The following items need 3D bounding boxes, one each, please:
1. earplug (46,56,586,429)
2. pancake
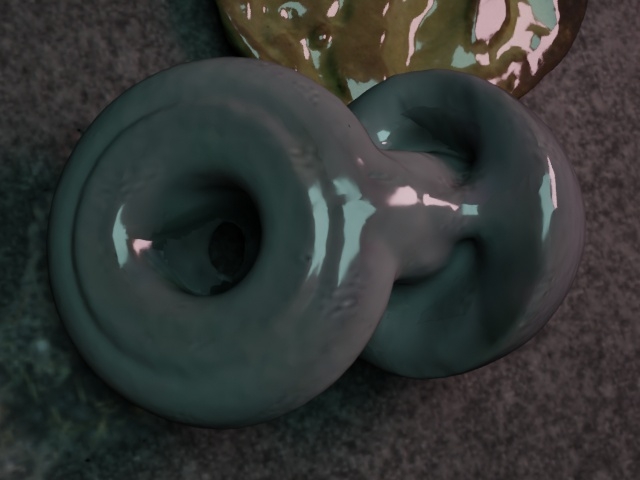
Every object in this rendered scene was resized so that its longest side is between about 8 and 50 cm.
[{"bbox_3d":[0.002,-0.002,0.824,0.326,0.175,0.214,-5,83,-11],"label":"earplug"},{"bbox_3d":[0.053,-0.199,0.955,0.294,0.049,0.294,4,76,-16],"label":"pancake"}]
